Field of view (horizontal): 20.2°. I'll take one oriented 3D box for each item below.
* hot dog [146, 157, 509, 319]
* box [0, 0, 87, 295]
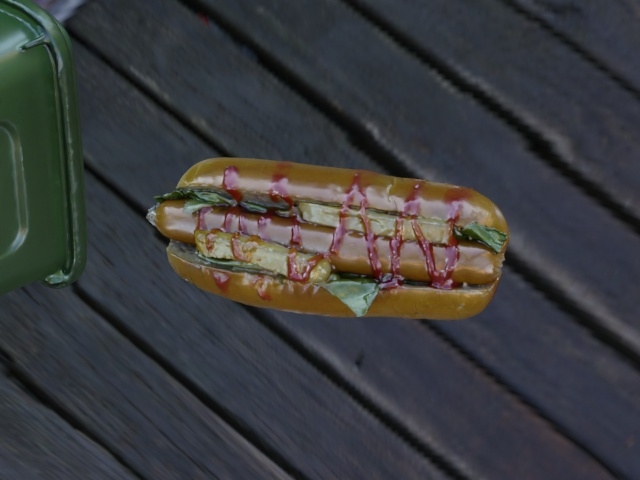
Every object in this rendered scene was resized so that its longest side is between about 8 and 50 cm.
[{"bbox_3d":[0.000,0.000,1.211,0.250,0.076,0.104,10,91,11],"label":"hot dog"},{"bbox_3d":[-0.347,-0.086,1.386,0.329,0.252,0.178,22,37,31],"label":"box"}]
